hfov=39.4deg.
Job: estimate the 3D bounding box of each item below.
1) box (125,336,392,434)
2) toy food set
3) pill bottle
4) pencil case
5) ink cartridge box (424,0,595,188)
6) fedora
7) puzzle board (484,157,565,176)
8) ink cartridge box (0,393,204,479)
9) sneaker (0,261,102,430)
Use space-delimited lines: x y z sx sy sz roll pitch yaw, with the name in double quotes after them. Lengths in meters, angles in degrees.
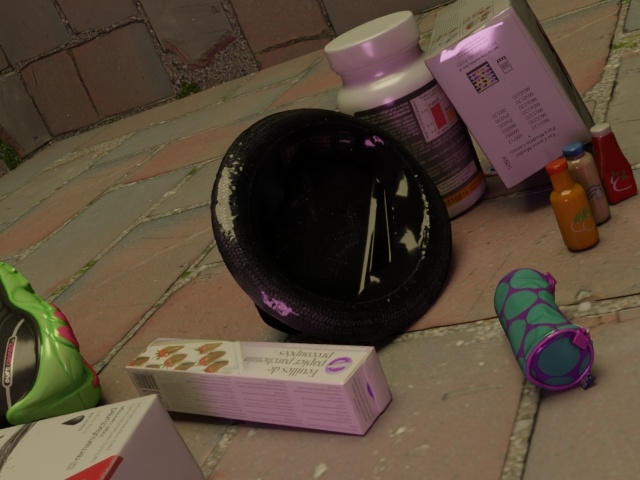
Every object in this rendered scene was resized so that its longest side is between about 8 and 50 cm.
-0.077 0.151 0.965 0.324 0.067 0.063 -4 28 39 "box"
0.366 -0.090 1.037 0.232 0.104 0.111 -24 20 2 "toy food set"
0.118 -0.169 1.268 0.162 0.278 0.162 -21 21 8 "pill bottle"
0.209 0.080 0.844 0.070 0.064 0.151 -37 18 11 "pencil case"
0.276 -0.208 1.245 0.130 0.272 0.309 -30 16 21 "ink cartridge box"
0.000 0.000 1.105 0.334 0.334 0.152 -40 -10 -38 "fedora"
0.316 -0.132 1.344 0.128 0.011 0.096 -11 23 30 "puzzle board"
-0.278 0.268 0.845 0.273 0.114 0.197 -17 21 22 "ink cartridge box"
-0.477 0.157 1.262 0.202 0.185 0.483 -29 19 -25 "sneaker"
